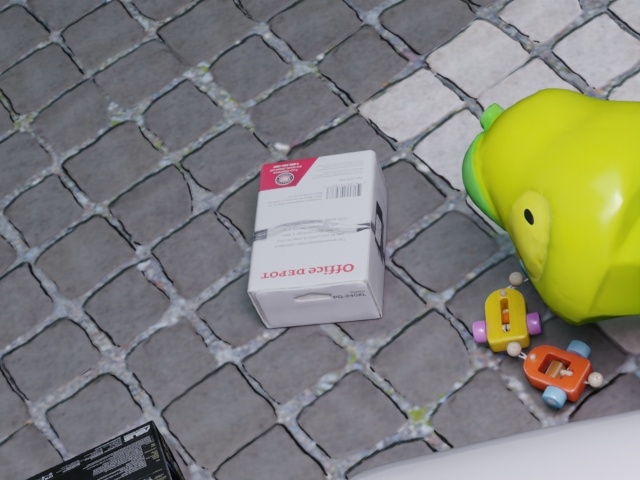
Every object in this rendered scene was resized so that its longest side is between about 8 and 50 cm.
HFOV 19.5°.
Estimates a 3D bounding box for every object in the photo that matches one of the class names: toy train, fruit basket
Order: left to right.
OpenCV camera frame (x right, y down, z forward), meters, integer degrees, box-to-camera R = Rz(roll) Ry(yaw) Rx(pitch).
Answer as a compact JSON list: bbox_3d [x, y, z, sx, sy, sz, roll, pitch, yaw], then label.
[{"bbox_3d":[0.201,0.066,1.567,0.125,0.046,0.166,15,61,27],"label":"toy train"},{"bbox_3d":[0.273,0.024,1.359,0.392,0.392,0.283,-1,52,18],"label":"fruit basket"}]

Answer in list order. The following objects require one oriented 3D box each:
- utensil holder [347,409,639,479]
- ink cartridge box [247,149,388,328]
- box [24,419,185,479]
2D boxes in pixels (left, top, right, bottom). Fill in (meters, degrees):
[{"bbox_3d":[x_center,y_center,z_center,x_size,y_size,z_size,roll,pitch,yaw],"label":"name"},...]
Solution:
[{"bbox_3d":[0.225,0.264,1.177,0.385,0.327,0.328,-14,48,25],"label":"utensil holder"},{"bbox_3d":[0.000,0.000,1.673,0.109,0.063,0.150,-6,51,14],"label":"ink cartridge box"},{"bbox_3d":[-0.188,0.247,1.503,0.180,0.078,0.147,-25,31,-3],"label":"box"}]
